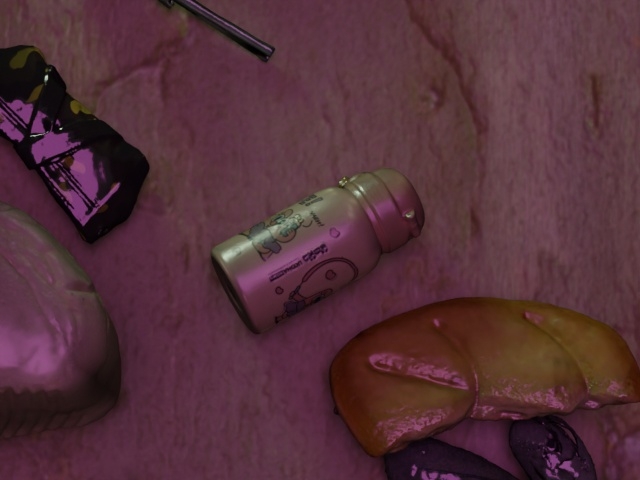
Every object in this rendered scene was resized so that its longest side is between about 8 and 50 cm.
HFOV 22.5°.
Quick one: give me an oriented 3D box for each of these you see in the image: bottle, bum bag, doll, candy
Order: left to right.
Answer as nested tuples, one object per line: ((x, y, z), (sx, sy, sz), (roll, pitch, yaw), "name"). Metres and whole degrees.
((-0.270, -0.108, 1.601), (0.106, 0.060, 0.232), (-42, 88, -19), "bum bag")
((-0.160, -0.261, 1.642), (0.262, 0.073, 0.077), (32, 52, -6), "candy")
((0.000, 0.000, 1.594), (0.209, 0.097, 0.110), (-29, 41, -11), "bottle")
((0.214, 0.282, 1.525), (0.340, 0.158, 0.246), (25, 59, 2), "doll")

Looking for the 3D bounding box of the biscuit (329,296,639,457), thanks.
((0.156, 0.122, 1.581), (0.299, 0.045, 0.154), (-11, 56, -3), "biscuit")

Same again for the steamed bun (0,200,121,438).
((-0.381, 0.065, 1.470), (0.383, 0.247, 0.236), (-7, 70, -1), "steamed bun")
